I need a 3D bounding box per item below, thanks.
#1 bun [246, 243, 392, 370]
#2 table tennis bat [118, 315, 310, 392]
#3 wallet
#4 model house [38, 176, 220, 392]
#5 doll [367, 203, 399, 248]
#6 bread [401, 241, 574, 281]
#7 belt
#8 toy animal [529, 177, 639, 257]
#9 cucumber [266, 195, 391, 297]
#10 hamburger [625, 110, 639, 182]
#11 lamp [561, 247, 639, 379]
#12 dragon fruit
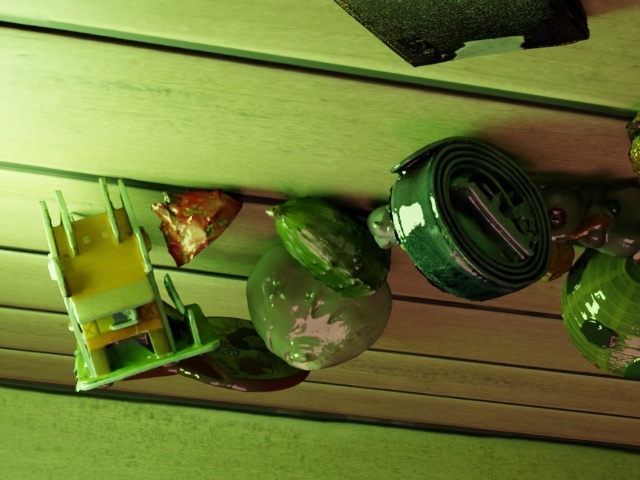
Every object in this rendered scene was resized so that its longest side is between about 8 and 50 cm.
[{"bbox_3d":[-0.008,0.137,1.903,0.283,0.179,0.283,4,135,4],"label":"bun"},{"bbox_3d":[-0.199,0.216,1.949,0.414,0.051,0.268,-2,-156,-40],"label":"table tennis bat"},{"bbox_3d":[0.144,-0.251,1.084,0.221,0.071,0.262,-7,164,26],"label":"wallet"},{"bbox_3d":[-0.334,0.042,1.751,0.242,0.313,0.357,-15,-169,-9],"label":"model house"},{"bbox_3d":[0.131,-0.020,1.702,0.094,0.079,0.180,20,-176,31],"label":"doll"},{"bbox_3d":[0.263,0.005,1.612,0.367,0.084,0.077,12,-175,-37],"label":"bread"},{"bbox_3d":[0.207,-0.035,1.447,0.267,0.206,0.116,33,146,-26],"label":"belt"},{"bbox_3d":[0.378,-0.033,1.555,0.236,0.108,0.138,3,160,5],"label":"toy animal"},{"bbox_3d":[0.001,-0.003,1.696,0.134,0.134,0.244,-12,149,37],"label":"cucumber"},{"bbox_3d":[0.468,-0.111,1.355,0.137,0.087,0.166,-6,157,24],"label":"hamburger"},{"bbox_3d":[0.517,0.092,1.683,0.250,0.250,0.284,2,148,7],"label":"lamp"},{"bbox_3d":[-0.207,-0.045,1.675,0.111,0.153,0.153,48,144,-14],"label":"dragon fruit"}]
